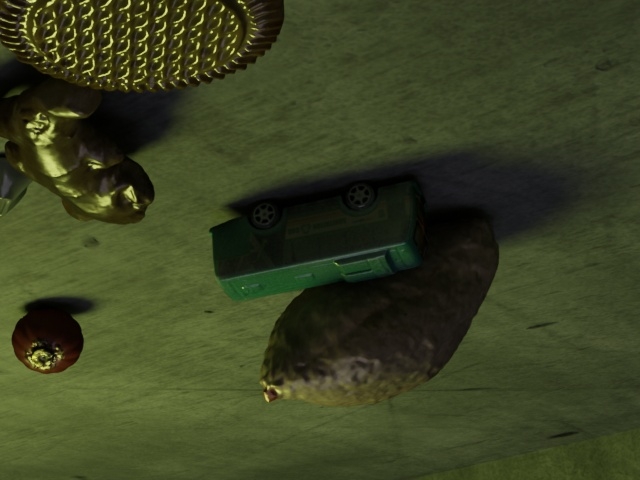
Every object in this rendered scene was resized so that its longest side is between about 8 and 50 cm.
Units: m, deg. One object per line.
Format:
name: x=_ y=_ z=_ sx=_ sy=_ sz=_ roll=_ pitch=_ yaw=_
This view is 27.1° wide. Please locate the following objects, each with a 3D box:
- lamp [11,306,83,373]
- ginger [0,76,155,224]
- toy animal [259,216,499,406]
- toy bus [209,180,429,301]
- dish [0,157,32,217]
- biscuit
lamp: x=-0.384 y=0.141 z=1.872 sx=0.101 sy=0.090 sz=0.101 roll=0 pitch=122 yaw=0
ginger: x=-0.257 y=-0.082 z=1.344 sx=0.166 sy=0.080 sz=0.333 roll=8 pitch=165 yaw=12
toy animal: x=0.069 y=0.108 z=1.685 sx=0.358 sy=0.188 sz=0.226 roll=-26 pitch=170 yaw=-21
toy bus: x=0.000 y=0.000 z=1.591 sx=0.262 sy=0.109 sz=0.091 roll=-12 pitch=151 yaw=14
dish: x=-0.363 y=-0.050 z=1.471 sx=0.091 sy=0.039 sz=0.137 roll=17 pitch=151 yaw=-42
biscuit: x=-0.150 y=-0.205 z=1.084 sx=0.259 sy=0.079 sz=0.259 roll=-3 pitch=159 yaw=-1
